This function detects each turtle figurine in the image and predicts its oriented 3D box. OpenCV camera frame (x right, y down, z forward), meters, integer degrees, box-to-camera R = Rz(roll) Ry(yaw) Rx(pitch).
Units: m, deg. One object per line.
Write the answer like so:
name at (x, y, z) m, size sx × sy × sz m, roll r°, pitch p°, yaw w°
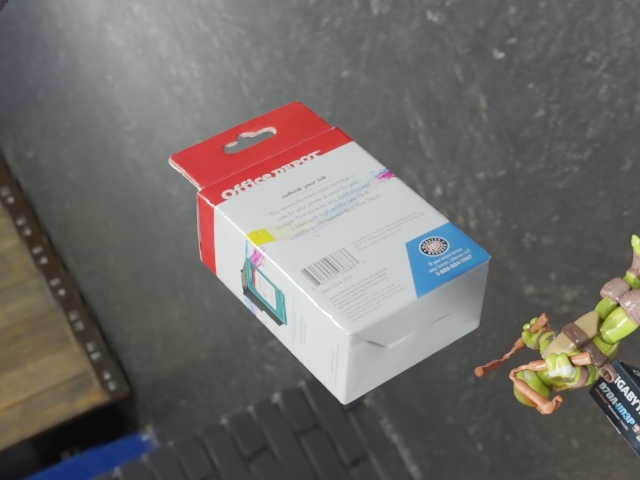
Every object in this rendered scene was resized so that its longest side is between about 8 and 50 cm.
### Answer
turtle figurine at (0.265, 0.098, 1.294) m, size 0.087 × 0.217 × 0.269 m, roll 48°, pitch -177°, yaw -1°

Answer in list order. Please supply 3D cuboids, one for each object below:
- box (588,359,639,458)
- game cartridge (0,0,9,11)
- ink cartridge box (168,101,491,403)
box at (0.397, 0.218, 1.366) m, size 0.051 × 0.220 × 0.175 m, roll -52°, pitch 45°, yaw 20°
game cartridge at (-0.220, -0.148, 0.389) m, size 0.294 × 0.196 × 0.060 m, roll 34°, pitch -169°, yaw -28°
ink cartridge box at (0.000, 0.000, 1.001) m, size 0.231 × 0.134 × 0.078 m, roll 43°, pitch 147°, yaw 35°
